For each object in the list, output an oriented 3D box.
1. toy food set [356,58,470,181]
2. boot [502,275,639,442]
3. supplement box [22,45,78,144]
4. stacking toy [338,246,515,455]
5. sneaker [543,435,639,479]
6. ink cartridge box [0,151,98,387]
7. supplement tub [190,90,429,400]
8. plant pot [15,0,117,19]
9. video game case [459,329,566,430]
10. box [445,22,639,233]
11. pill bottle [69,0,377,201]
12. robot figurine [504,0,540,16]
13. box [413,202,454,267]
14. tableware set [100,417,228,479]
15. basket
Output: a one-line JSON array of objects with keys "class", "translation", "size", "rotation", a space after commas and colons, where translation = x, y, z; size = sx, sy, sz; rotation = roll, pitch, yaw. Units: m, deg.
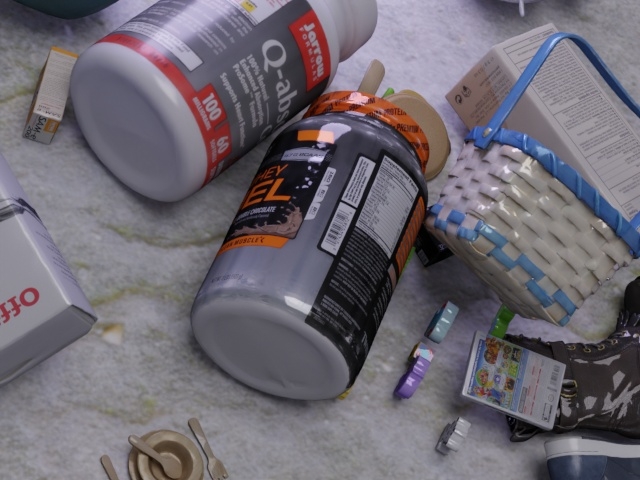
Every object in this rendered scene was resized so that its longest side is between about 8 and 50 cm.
[{"class": "toy food set", "translation": [0.113, -0.135, 2.163], "size": [0.192, 0.038, 0.132], "rotation": [36, 61, -15]}, {"class": "boot", "translation": [0.330, 0.141, 2.079], "size": [0.229, 0.091, 0.263], "rotation": [9, 54, -9]}, {"class": "supplement box", "translation": [-0.322, -0.173, 1.978], "size": [0.036, 0.062, 0.098], "rotation": [18, 58, -14]}, {"class": "stacking toy", "translation": [0.128, 0.130, 1.996], "size": [0.167, 0.052, 0.221], "rotation": [30, 68, -7]}, {"class": "sneaker", "translation": [0.373, 0.325, 2.002], "size": [0.226, 0.086, 0.163], "rotation": [6, 68, -26]}, {"class": "ink cartridge box", "translation": [-0.413, 0.010, 1.755], "size": [0.223, 0.129, 0.307], "rotation": [-32, 78, -2]}, {"class": "supplement tub", "translation": [0.000, 0.000, 1.938], "size": [0.207, 0.207, 0.338], "rotation": [29, 56, -7]}, {"class": "plant pot", "translation": [-0.307, -0.384, 1.997], "size": [0.290, 0.290, 0.195], "rotation": [-51, 126, -34]}, {"class": "video game case", "translation": [0.231, 0.168, 1.988], "size": [0.122, 0.011, 0.087], "rotation": [22, 64, -12]}, {"class": "box", "translation": [0.323, -0.118, 2.173], "size": [0.148, 0.121, 0.311], "rotation": [-24, 75, -43]}, {"class": "pill bottle", "translation": [-0.108, -0.222, 2.005], "size": [0.210, 0.210, 0.363], "rotation": [46, 57, 5]}, {"class": "robot figurine", "translation": [0.299, -0.471, 2.311], "size": [0.300, 0.200, 0.353], "rotation": [36, 56, -12]}, {"class": "box", "translation": [0.159, -0.014, 2.105], "size": [0.083, 0.052, 0.062], "rotation": [-23, 76, -29]}, {"class": "tableware set", "translation": [-0.142, 0.292, 1.827], "size": [0.128, 0.039, 0.194], "rotation": [-21, 74, -30]}, {"class": "basket", "translation": [0.279, -0.068, 1.966], "size": [0.255, 0.201, 0.289], "rotation": [44, 85, -22]}]
